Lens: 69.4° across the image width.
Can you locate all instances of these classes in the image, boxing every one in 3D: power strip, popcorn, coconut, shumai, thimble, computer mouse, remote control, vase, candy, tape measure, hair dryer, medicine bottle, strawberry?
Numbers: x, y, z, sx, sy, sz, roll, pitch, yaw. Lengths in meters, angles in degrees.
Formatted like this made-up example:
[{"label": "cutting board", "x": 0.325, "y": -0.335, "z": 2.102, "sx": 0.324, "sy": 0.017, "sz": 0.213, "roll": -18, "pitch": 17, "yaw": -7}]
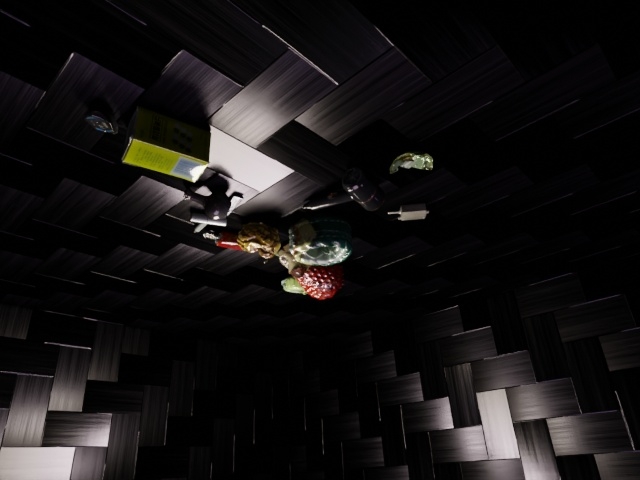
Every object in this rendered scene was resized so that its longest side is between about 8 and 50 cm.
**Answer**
[{"label": "power strip", "x": 0.383, "y": -0.124, "z": 2.021, "sx": 0.175, "sy": 0.042, "sz": 0.075, "roll": -4, "pitch": 153, "yaw": 5}, {"label": "popcorn", "x": -0.266, "y": -0.012, "z": 2.074, "sx": 0.194, "sy": 0.163, "sz": 0.140, "roll": 24, "pitch": 137, "yaw": 16}, {"label": "coconut", "x": 0.332, "y": -0.289, "z": 1.672, "sx": 0.157, "sy": 0.055, "sz": 0.133, "roll": 0, "pitch": 152, "yaw": -11}, {"label": "shumai", "x": -0.111, "y": 0.103, "z": 2.283, "sx": 0.201, "sy": 0.120, "sz": 0.202, "roll": -5, "pitch": 133, "yaw": -5}, {"label": "thimble", "x": 0.000, "y": 0.000, "z": 2.088, "sx": 0.287, "sy": 0.168, "sz": 0.254, "roll": 0, "pitch": 153, "yaw": -8}, {"label": "computer mouse", "x": -0.665, "y": -0.369, "z": 1.412, "sx": 0.079, "sy": 0.047, "sz": 0.135, "roll": 10, "pitch": 164, "yaw": -1}, {"label": "remote control", "x": -0.372, "y": -0.146, "z": 1.912, "sx": 0.043, "sy": 0.027, "sz": 0.152, "roll": 21, "pitch": 143, "yaw": -29}, {"label": "vase", "x": -0.445, "y": -0.151, "z": 1.810, "sx": 0.182, "sy": 0.120, "sz": 0.120, "roll": 21, "pitch": 147, "yaw": -16}, {"label": "candy", "x": -0.407, "y": 0.003, "z": 2.167, "sx": 0.291, "sy": 0.059, "sz": 0.086, "roll": 12, "pitch": 151, "yaw": -26}, {"label": "tape measure", "x": -0.116, "y": 0.248, "z": 2.640, "sx": 0.199, "sy": 0.106, "sz": 0.175, "roll": 9, "pitch": 163, "yaw": -22}, {"label": "hair dryer", "x": 0.057, "y": -0.176, "z": 1.835, "sx": 0.351, "sy": 0.107, "sz": 0.189, "roll": -13, "pitch": 150, "yaw": 30}, {"label": "medicine bottle", "x": -0.487, "y": -0.298, "z": 1.470, "sx": 0.250, "sy": 0.137, "sz": 0.141, "roll": 15, "pitch": 149, "yaw": -32}, {"label": "hair dryer", "x": -0.509, "y": -0.067, "z": 2.048, "sx": 0.154, "sy": 0.044, "sz": 0.183, "roll": 9, "pitch": 156, "yaw": -21}, {"label": "strawberry", "x": 0.003, "y": 0.199, "z": 2.447, "sx": 0.253, "sy": 0.150, "sz": 0.280, "roll": -29, "pitch": 128, "yaw": 8}]

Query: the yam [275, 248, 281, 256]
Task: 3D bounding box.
[{"label": "yam", "x": -0.228, "y": 0.048, "z": 2.295, "sx": 0.043, "sy": 0.043, "sz": 0.094, "roll": -23, "pitch": 147, "yaw": 34}]
